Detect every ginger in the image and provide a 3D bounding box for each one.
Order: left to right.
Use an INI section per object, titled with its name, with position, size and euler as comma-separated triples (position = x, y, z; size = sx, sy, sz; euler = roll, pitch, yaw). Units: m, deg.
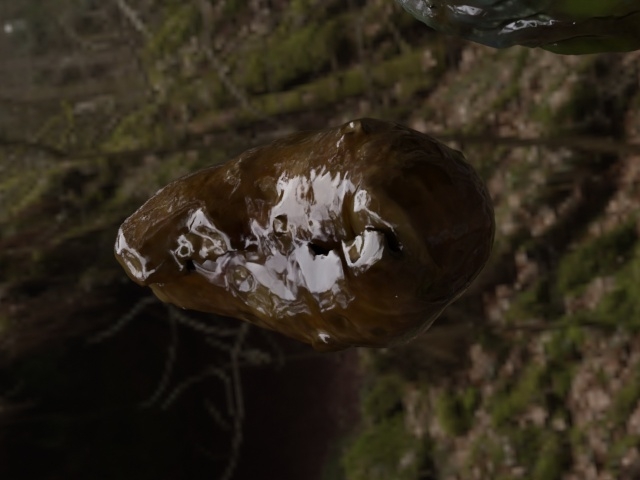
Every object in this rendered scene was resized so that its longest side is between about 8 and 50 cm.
[ginger]
position = 0.000, 0.000, 1.115
size = 0.172, 0.321, 0.165
euler = -3, -94, -47

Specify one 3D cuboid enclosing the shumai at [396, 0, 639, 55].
[shumai]
position = 0.140, -0.272, 0.879
size = 0.304, 0.309, 0.263
euler = 57, -172, 16
